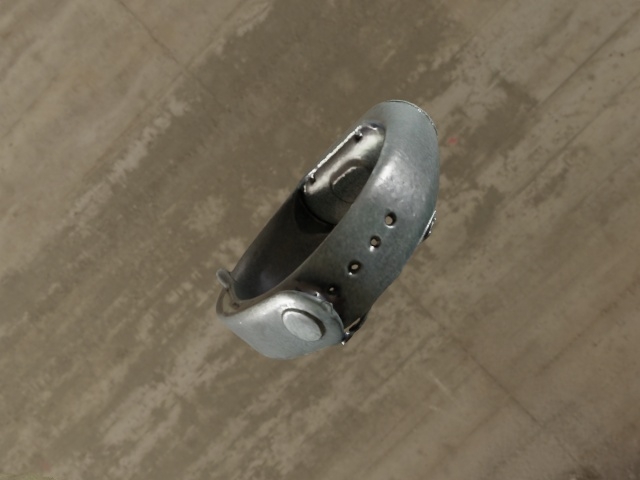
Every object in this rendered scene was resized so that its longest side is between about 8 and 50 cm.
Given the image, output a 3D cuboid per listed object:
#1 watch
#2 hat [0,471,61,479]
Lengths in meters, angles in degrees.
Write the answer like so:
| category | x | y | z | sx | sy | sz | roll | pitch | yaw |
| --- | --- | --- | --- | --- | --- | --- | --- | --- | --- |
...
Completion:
| category | x | y | z | sx | sy | sz | roll | pitch | yaw |
| --- | --- | --- | --- | --- | --- | --- | --- | --- | --- |
| watch | 0.000 | 0.000 | 0.526 | 0.206 | 0.068 | 0.193 | -33 | 21 | 51 |
| hat | -0.078 | 0.173 | 0.261 | 0.166 | 0.173 | 0.144 | 92 | -157 | -47 |
